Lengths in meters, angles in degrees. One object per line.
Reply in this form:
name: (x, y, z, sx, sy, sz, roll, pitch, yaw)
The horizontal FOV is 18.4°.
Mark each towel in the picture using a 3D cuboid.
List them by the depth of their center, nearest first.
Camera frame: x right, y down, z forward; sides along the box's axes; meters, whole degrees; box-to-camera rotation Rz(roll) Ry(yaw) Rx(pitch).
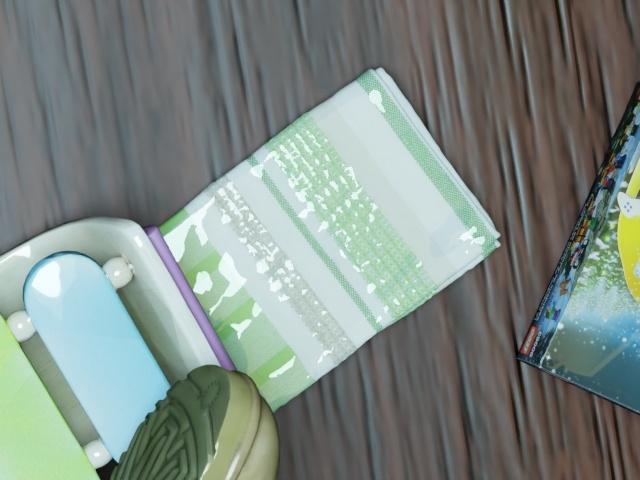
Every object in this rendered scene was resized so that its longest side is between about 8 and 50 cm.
towel: (0.000, 0.000, 0.989, 0.152, 0.023, 0.113, -36, 96, -4)

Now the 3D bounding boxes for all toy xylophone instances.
toy xylophone: (-0.210, 0.084, 0.910, 0.322, 0.081, 0.236, -39, 108, -5)

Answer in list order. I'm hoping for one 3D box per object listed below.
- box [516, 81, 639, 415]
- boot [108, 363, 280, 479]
box: (0.239, 0.037, 1.018, 0.233, 0.044, 0.159, 25, 89, -10)
boot: (0.014, 0.192, 0.928, 0.269, 0.089, 0.236, 19, 110, -25)
